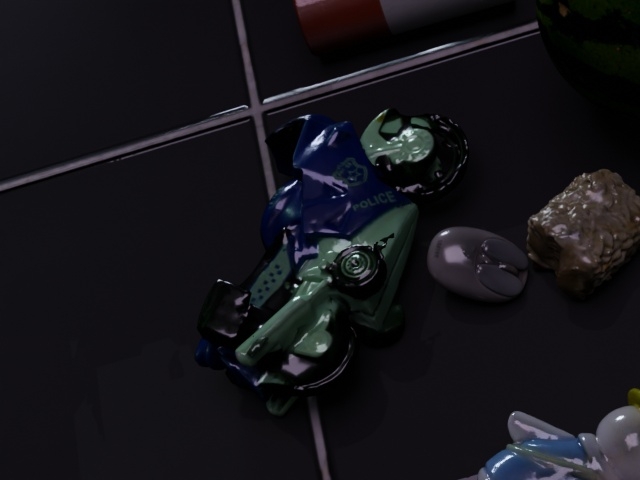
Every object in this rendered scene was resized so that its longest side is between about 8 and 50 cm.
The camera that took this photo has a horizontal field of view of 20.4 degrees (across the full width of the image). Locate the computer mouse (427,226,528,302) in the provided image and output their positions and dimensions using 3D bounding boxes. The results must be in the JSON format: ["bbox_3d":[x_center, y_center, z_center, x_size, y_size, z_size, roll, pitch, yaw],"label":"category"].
[{"bbox_3d":[0.146,0.021,1.643,0.096,0.039,0.066,16,73,0],"label":"computer mouse"}]

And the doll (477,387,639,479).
[{"bbox_3d":[0.225,0.201,1.507,0.241,0.098,0.135,-27,35,0],"label":"doll"}]

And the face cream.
[{"bbox_3d":[0.083,-0.259,1.799,0.214,0.096,0.095,-15,59,9],"label":"face cream"}]

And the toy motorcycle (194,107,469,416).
[{"bbox_3d":[0.000,0.000,1.676,0.196,0.125,0.331,19,66,27],"label":"toy motorcycle"}]

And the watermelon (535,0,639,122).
[{"bbox_3d":[0.329,-0.243,1.604,0.285,0.285,0.285,-7,61,13],"label":"watermelon"}]

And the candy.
[{"bbox_3d":[0.242,-0.008,1.630,0.110,0.085,0.095,-37,66,-18],"label":"candy"}]
